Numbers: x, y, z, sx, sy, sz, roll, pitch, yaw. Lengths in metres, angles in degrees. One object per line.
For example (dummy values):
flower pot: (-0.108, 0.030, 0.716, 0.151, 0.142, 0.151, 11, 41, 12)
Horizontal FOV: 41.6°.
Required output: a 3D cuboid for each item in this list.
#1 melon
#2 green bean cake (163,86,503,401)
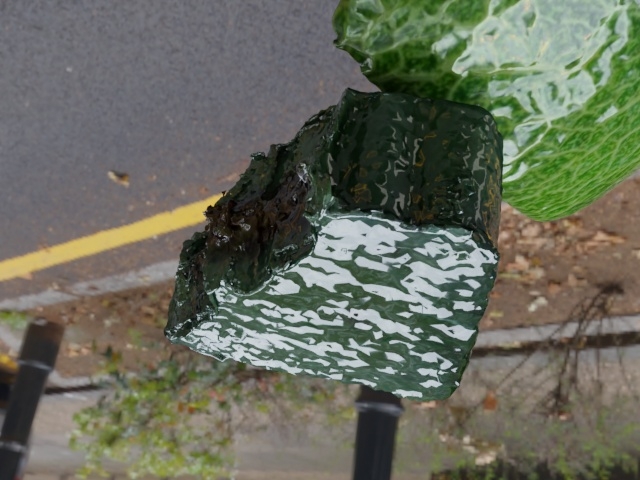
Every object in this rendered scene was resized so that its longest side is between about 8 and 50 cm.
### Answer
melon: (0.194, -0.201, 0.533, 0.343, 0.226, 0.331, -44, 135, 19)
green bean cake: (0.000, 0.000, 0.478, 0.193, 0.107, 0.208, 12, 152, 7)
